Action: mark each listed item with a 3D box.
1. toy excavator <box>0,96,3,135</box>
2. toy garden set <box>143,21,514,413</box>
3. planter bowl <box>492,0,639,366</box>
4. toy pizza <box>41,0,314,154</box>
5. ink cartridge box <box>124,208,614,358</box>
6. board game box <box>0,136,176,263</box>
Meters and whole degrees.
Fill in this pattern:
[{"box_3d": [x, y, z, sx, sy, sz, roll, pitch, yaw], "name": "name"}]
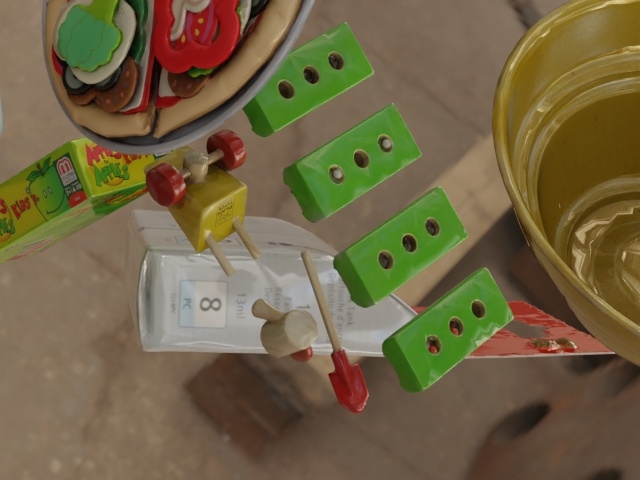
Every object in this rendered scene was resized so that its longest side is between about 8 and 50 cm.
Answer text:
[{"box_3d": [-0.291, -0.121, 0.978, 0.433, 0.445, 0.222, -12, 95, -56], "name": "toy excavator"}, {"box_3d": [0.000, 0.000, 1.144, 0.204, 0.049, 0.244, -34, 97, -39], "name": "toy garden set"}, {"box_3d": [0.168, -0.005, 0.742, 0.217, 0.090, 0.217, 7, 53, -9], "name": "planter bowl"}, {"box_3d": [-0.077, -0.142, 0.834, 0.032, 0.201, 0.201, 19, 35, -48], "name": "toy pizza"}, {"box_3d": [0.030, 0.034, 1.430, 0.385, 0.091, 0.308, 1, 5, -9], "name": "ink cartridge box"}, {"box_3d": [-0.193, -0.029, 1.216, 0.092, 0.181, 0.043, -20, 86, -48], "name": "board game box"}]
